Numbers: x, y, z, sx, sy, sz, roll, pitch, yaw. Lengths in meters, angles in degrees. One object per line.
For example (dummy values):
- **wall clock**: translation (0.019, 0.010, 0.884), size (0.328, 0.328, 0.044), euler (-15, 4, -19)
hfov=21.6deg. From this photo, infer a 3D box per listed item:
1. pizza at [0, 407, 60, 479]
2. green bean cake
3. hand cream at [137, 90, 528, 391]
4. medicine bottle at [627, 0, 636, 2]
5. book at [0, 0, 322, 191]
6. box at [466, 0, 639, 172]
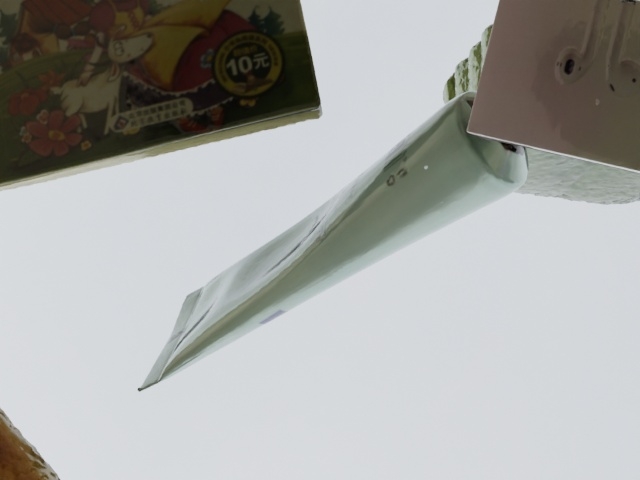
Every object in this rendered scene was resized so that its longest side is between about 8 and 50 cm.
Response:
- **pizza**: translation (-0.259, 0.233, 1.153), size (0.226, 0.086, 0.335), euler (-7, -121, -38)
- **green bean cake**: translation (0.235, -0.120, 1.498), size (0.222, 0.248, 0.125), euler (5, -108, -15)
- **hand cream**: translation (0.000, 0.000, 1.104), size (0.321, 0.067, 0.109), euler (-30, -158, 33)
- **medicine bottle**: translation (0.136, -0.140, 0.668), size (0.047, 0.083, 0.047), euler (8, -143, -6)
- **book**: translation (-0.137, -0.207, 1.144), size (0.228, 0.018, 0.322), euler (-14, -108, 3)
- **box**: translation (0.164, -0.107, 0.941), size (0.130, 0.051, 0.129), euler (15, -88, 22)
